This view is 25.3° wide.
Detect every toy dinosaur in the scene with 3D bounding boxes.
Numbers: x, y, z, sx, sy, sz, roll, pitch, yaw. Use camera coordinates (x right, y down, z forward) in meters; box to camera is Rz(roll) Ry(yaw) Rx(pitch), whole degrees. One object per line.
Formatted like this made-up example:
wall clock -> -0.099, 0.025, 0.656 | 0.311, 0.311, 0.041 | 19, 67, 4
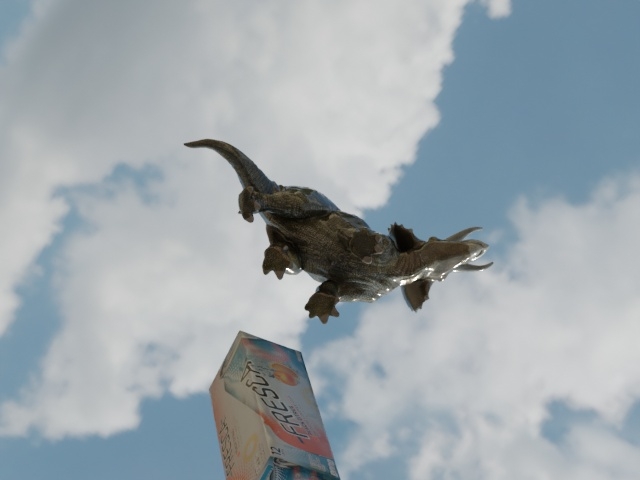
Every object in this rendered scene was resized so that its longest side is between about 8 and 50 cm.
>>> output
toy dinosaur -> 0.000, 0.000, 1.392 | 0.314, 0.160, 0.121 | 21, -81, 14

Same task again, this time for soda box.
soda box -> -0.038, 0.142, 1.060 | 0.063, 0.058, 0.183 | -62, -159, 18
